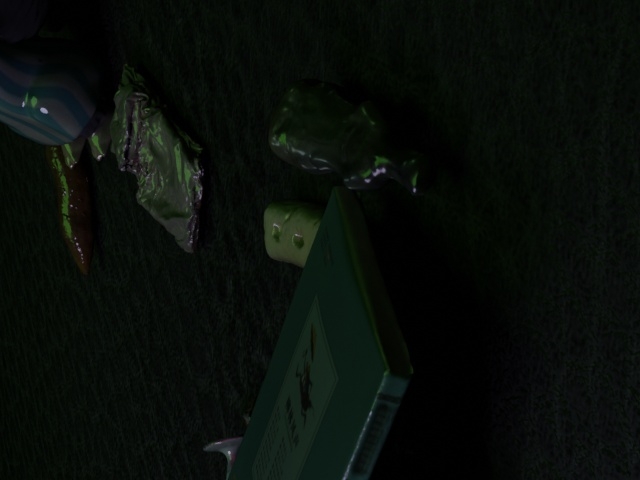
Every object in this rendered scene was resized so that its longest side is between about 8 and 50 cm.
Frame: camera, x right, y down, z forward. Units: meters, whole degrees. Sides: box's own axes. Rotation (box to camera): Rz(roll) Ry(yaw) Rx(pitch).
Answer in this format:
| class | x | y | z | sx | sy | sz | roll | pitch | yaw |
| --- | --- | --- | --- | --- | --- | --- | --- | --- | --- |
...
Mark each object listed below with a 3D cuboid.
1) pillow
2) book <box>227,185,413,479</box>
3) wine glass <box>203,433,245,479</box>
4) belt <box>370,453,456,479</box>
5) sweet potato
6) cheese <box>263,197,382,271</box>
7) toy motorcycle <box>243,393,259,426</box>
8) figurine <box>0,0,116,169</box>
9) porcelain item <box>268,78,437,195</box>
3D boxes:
| class | x | y | z | sx | sy | sz | roll | pitch | yaw |
| --- | --- | --- | --- | --- | --- | --- | --- | --- | --- |
| pillow | -0.195 | -0.099 | 1.817 | 0.248 | 0.049 | 0.135 | 48 | 137 | 44 |
| book | -0.016 | 0.174 | 1.326 | 0.264 | 0.031 | 0.379 | -105 | 30 | -53 |
| wine glass | -0.082 | 0.291 | 1.690 | 0.073 | 0.073 | 0.155 | -40 | 63 | 62 |
| belt | 0.065 | 0.301 | 1.301 | 0.126 | 0.140 | 0.230 | 131 | 131 | -60 |
| sweet potato | -0.337 | -0.060 | 2.129 | 0.065 | 0.051 | 0.218 | -13 | 88 | 62 |
| cheese | 0.000 | 0.000 | 1.446 | 0.194 | 0.043 | 0.064 | -161 | 72 | -63 |
| toy motorcycle | -0.014 | 0.191 | 1.502 | 0.212 | 0.084 | 0.118 | -30 | 71 | 56 |
| figurine | -0.384 | -0.339 | 1.978 | 0.266 | 0.361 | 0.377 | 0 | 65 | 62 |
| porcelain item | 0.037 | -0.081 | 1.302 | 0.216 | 0.069 | 0.081 | 26 | 92 | 59 |
